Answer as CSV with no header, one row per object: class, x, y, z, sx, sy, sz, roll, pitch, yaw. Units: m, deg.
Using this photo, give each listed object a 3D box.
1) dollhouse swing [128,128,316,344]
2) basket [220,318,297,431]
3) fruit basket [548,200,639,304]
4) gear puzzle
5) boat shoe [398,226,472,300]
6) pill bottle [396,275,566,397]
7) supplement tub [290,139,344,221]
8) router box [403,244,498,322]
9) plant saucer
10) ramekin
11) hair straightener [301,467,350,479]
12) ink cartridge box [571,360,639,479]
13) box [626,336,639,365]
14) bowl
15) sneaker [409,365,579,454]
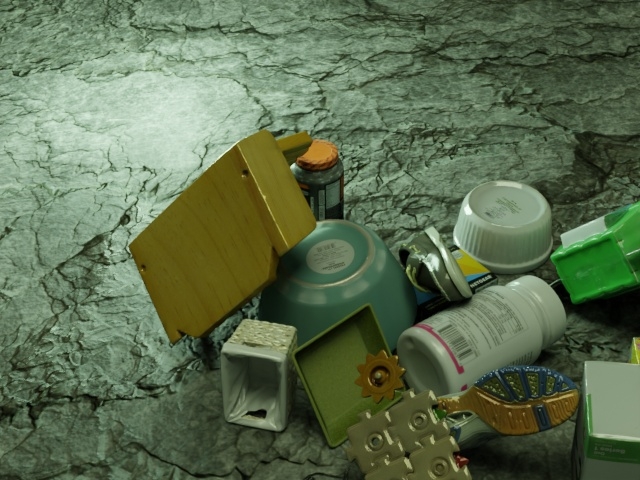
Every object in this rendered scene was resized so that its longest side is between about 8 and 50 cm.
dollhouse swing,-0.131,-0.014,1.928,0.305,0.347,0.315,-2,59,-52
basket,-0.102,0.229,1.736,0.113,0.167,0.103,9,33,11
fruit basket,0.627,-0.016,1.938,0.353,0.327,0.165,-31,89,-29
gear puzzle,0.134,0.333,1.579,0.176,0.044,0.338,-28,66,12
boat shoe,0.207,0.056,1.859,0.091,0.109,0.305,-28,13,4
pill bottle,0.291,0.177,1.793,0.283,0.160,0.160,-24,44,-26
supplement tub,-0.008,-0.111,2.131,0.117,0.190,0.117,-1,38,1
router box,0.240,0.089,1.992,0.179,0.046,0.133,-25,44,-26
plant saucer,0.041,0.231,1.745,0.188,0.188,0.045,-30,15,-32
ramekin,0.384,-0.035,2.095,0.207,0.109,0.207,0,39,0
hair straightener,-0.051,0.412,1.596,0.230,0.047,0.089,-26,46,-28
ink cartridge box,0.447,0.322,1.565,0.093,0.219,0.160,4,38,9
box,0.640,0.322,1.595,0.279,0.177,0.290,2,39,5
bowl,0.019,0.077,1.885,0.312,0.163,0.311,-7,43,6
sneaker,0.273,0.276,1.636,0.297,0.131,0.111,-15,74,15
